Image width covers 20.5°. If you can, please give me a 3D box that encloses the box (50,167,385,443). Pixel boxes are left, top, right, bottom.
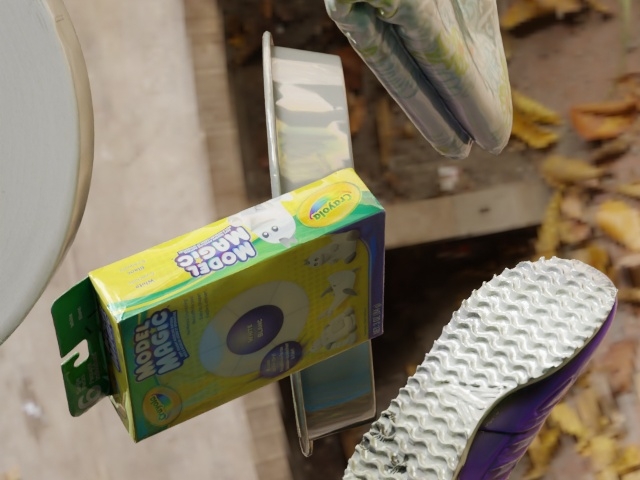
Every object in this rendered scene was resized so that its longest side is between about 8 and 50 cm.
[{"bbox_3d":[-0.052,0.038,0.933,0.043,0.179,0.105,54,158,37],"label":"box"}]

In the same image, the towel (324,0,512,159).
[{"bbox_3d":[0.079,-0.277,1.611,0.090,0.374,0.320,-16,65,17],"label":"towel"}]

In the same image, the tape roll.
[{"bbox_3d":[-0.340,-0.071,1.136,0.392,0.072,0.392,0,101,1],"label":"tape roll"}]

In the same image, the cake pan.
[{"bbox_3d":[0.000,0.000,1.217,0.293,0.054,0.293,-6,-90,-89],"label":"cake pan"}]

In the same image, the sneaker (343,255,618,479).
[{"bbox_3d":[0.137,0.143,1.474,0.102,0.293,0.146,38,167,30],"label":"sneaker"}]
